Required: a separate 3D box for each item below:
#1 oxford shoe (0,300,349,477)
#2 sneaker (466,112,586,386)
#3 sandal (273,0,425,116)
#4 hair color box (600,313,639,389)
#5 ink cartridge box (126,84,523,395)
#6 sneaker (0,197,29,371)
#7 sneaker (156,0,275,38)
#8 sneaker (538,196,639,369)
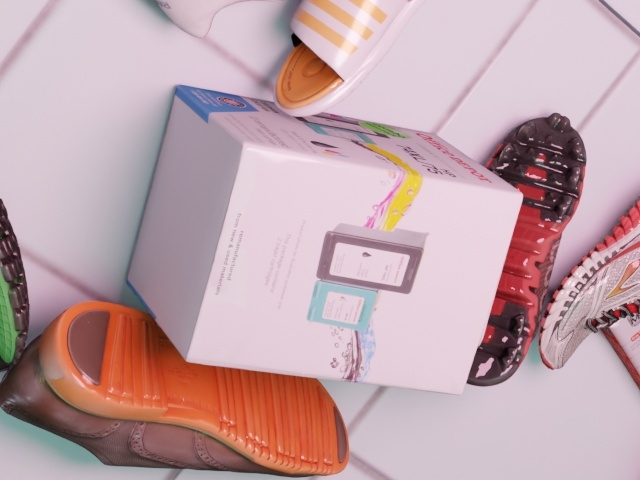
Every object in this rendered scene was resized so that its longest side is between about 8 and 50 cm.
[{"bbox_3d":[-0.129,0.153,1.752,0.363,0.130,0.132,24,138,-36],"label":"oxford shoe"},{"bbox_3d":[0.180,0.014,1.811,0.097,0.135,0.276,18,78,6],"label":"sneaker"},{"bbox_3d":[0.038,-0.225,1.666,0.265,0.102,0.076,-49,127,-8],"label":"sandal"},{"bbox_3d":[0.344,0.109,1.941,0.072,0.043,0.141,-38,119,-4],"label":"hair color box"},{"bbox_3d":[0.000,0.000,1.679,0.270,0.198,0.197,9,105,-25],"label":"ink cartridge box"},{"bbox_3d":[-0.354,-0.029,1.585,0.146,0.134,0.344,-28,112,3],"label":"sneaker"},{"bbox_3d":[-0.027,-0.284,1.630,0.297,0.111,0.129,-27,133,-5],"label":"sneaker"},{"bbox_3d":[0.299,0.043,1.854,0.093,0.088,0.225,44,93,16],"label":"sneaker"}]
